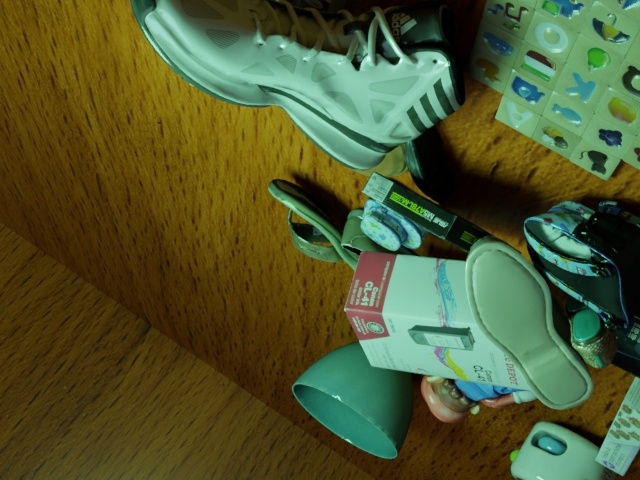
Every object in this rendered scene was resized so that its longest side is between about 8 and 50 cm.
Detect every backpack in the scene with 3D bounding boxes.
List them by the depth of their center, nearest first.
[{"bbox_3d":[0.370,0.015,1.317,0.173,0.117,0.158,35,161,42],"label":"backpack"},{"bbox_3d":[0.127,-0.033,1.622,0.114,0.084,0.105,30,161,5],"label":"backpack"}]

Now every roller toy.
[{"bbox_3d":[0.508,0.469,1.980,0.209,0.146,0.191,31,168,11],"label":"roller toy"}]

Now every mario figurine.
[{"bbox_3d":[0.317,0.248,1.911,0.320,0.170,0.198,-37,69,57],"label":"mario figurine"}]

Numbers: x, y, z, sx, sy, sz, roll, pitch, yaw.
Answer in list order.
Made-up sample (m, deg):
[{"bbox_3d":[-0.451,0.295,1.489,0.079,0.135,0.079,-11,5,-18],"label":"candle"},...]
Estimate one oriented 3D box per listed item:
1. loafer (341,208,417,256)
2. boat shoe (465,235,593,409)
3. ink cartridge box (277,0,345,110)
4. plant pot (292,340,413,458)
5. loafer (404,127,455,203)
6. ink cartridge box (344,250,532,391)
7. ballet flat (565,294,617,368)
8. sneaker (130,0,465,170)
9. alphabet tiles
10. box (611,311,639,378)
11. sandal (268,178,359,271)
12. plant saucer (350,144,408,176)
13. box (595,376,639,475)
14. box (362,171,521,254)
[{"bbox_3d":[0.126,0.052,1.785,0.251,0.087,0.094,43,157,-16],"label":"loafer"},{"bbox_3d":[0.305,0.112,1.426,0.117,0.096,0.324,-29,117,18],"label":"boat shoe"},{"bbox_3d":[-0.069,-0.292,1.380,0.165,0.065,0.332,33,152,6],"label":"ink cartridge box"},{"bbox_3d":[0.107,0.349,2.262,0.290,0.195,0.290,31,158,14],"label":"plant pot"},{"bbox_3d":[0.149,-0.121,1.447,0.061,0.062,0.170,24,154,36],"label":"loafer"},{"bbox_3d":[0.220,0.138,1.659,0.306,0.131,0.226,7,148,23],"label":"ink cartridge box"},{"bbox_3d":[0.395,0.118,1.391,0.073,0.206,0.067,-21,109,27],"label":"ballet flat"},{"bbox_3d":[0.008,-0.261,1.164,0.448,0.169,0.257,25,141,-38],"label":"sneaker"},{"bbox_3d":[0.314,-0.196,1.121,0.285,0.011,0.342,31,157,12],"label":"alphabet tiles"},{"bbox_3d":[0.513,0.147,1.421,0.147,0.077,0.180,28,156,18],"label":"box"},{"bbox_3d":[0.001,0.001,1.818,0.303,0.086,0.120,47,-173,-28],"label":"sandal"},{"bbox_3d":[0.056,-0.167,1.522,0.200,0.037,0.200,31,157,15],"label":"plant saucer"},{"bbox_3d":[0.566,0.344,1.754,0.063,0.067,0.324,28,156,21],"label":"box"},{"bbox_3d":[0.184,-0.028,1.459,0.184,0.045,0.191,27,-175,-45],"label":"box"}]
